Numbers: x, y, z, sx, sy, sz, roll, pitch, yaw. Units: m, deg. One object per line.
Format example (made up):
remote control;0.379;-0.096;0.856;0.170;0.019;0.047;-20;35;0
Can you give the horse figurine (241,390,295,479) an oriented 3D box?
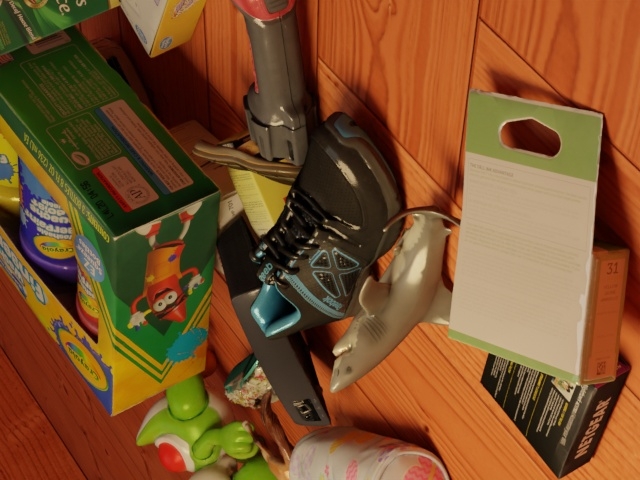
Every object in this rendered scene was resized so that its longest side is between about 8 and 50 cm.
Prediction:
horse figurine;-0.023;0.333;2.218;0.174;0.066;0.263;42;166;54

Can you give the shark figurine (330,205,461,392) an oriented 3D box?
shark figurine;0.113;0.042;1.644;0.116;0.166;0.278;33;133;8

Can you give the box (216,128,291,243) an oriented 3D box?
box;-0.047;-0.027;1.942;0.232;0.058;0.087;67;159;-7

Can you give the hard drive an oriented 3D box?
hard drive;-0.061;0.110;2.013;0.172;0.054;0.254;-109;-4;-52

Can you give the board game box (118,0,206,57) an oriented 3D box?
board game box;-0.210;-0.392;1.889;0.242;0.064;0.316;60;158;8

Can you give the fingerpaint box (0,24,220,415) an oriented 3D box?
fingerpaint box;-0.328;-0.052;2.106;0.445;0.163;0.371;49;149;28

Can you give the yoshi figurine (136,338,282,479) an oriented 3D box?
yoshi figurine;-0.135;0.309;2.423;0.203;0.203;0.362;-43;58;39

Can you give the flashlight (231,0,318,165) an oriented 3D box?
flashlight;-0.060;-0.224;1.701;0.103;0.103;0.304;12;141;16

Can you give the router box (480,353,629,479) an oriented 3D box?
router box;0.220;0.130;1.522;0.133;0.046;0.179;52;156;27

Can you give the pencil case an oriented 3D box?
pencil case;0.058;0.306;2.001;0.273;0.113;0.124;-4;100;66

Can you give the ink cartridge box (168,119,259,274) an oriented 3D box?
ink cartridge box;-0.142;-0.053;2.097;0.191;0.082;0.139;39;148;44

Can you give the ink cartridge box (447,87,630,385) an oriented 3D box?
ink cartridge box;0.193;-0.007;1.395;0.171;0.056;0.235;19;107;51

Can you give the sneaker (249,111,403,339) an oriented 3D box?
sneaker;0.000;0.000;1.753;0.125;0.139;0.341;53;155;30

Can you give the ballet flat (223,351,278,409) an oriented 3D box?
ballet flat;-0.075;0.192;2.256;0.077;0.091;0.241;33;163;-5

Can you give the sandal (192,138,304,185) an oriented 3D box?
sandal;-0.066;-0.100;1.838;0.180;0.049;0.072;16;175;26

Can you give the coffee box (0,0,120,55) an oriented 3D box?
coffee box;-0.348;-0.310;1.959;0.040;0.184;0.113;19;131;57

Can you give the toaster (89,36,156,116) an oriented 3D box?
toaster;-0.321;-0.186;2.294;0.227;0.129;0.146;65;156;1
